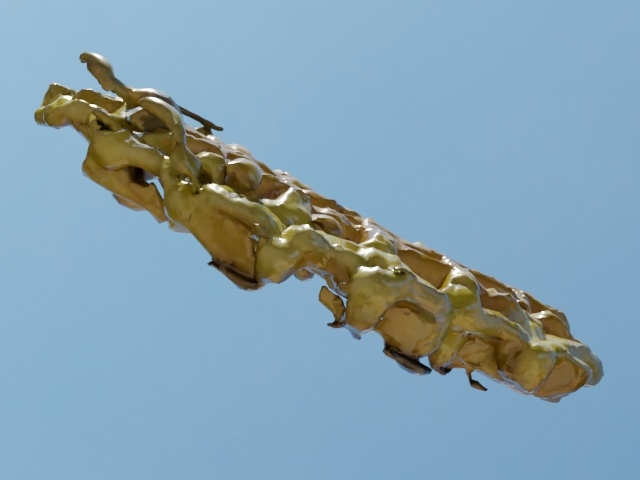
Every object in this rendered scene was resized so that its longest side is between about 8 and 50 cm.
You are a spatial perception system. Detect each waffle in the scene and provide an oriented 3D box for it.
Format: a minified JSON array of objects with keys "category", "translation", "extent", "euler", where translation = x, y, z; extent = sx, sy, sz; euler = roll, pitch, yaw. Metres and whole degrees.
[{"category":"waffle","translation":[-0.002,0.003,0.867],"extent":[0.280,0.262,0.060],"euler":[29,-89,42]}]
